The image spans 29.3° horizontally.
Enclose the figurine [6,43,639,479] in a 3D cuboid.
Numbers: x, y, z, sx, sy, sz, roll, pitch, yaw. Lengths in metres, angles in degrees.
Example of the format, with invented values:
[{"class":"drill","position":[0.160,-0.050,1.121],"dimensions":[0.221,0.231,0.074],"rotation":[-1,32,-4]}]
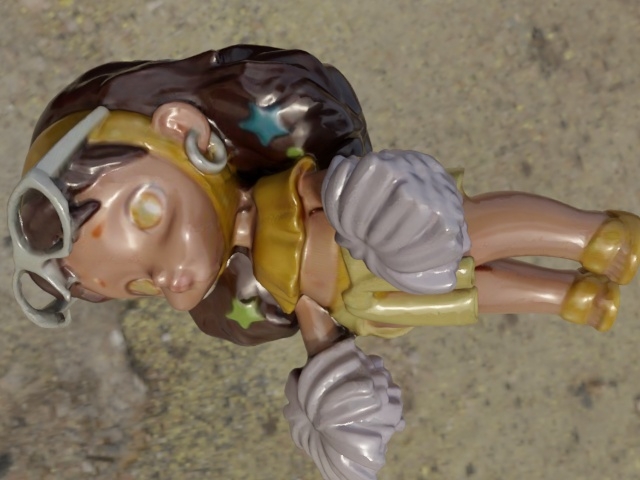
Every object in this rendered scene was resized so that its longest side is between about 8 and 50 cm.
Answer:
[{"class":"figurine","position":[-0.001,-0.001,0.477],"dimensions":[0.240,0.175,0.116],"rotation":[17,47,9]}]
